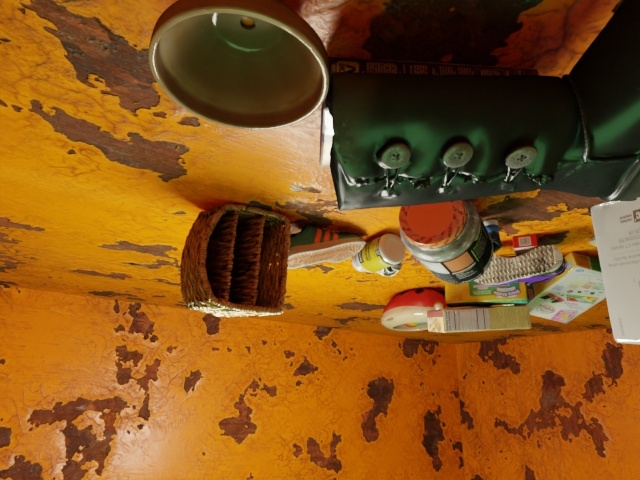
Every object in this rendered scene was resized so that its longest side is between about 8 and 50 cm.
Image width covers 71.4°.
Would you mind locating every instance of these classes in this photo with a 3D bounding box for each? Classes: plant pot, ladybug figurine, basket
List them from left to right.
[{"bbox_3d":[-0.233,0.049,1.224,0.223,0.298,0.213,-8,156,33],"label":"basket"},{"bbox_3d":[-0.104,-0.264,0.615,0.238,0.109,0.237,2,161,1],"label":"plant pot"},{"bbox_3d":[0.463,0.337,2.155,0.305,0.161,0.449,8,160,-19],"label":"ladybug figurine"}]

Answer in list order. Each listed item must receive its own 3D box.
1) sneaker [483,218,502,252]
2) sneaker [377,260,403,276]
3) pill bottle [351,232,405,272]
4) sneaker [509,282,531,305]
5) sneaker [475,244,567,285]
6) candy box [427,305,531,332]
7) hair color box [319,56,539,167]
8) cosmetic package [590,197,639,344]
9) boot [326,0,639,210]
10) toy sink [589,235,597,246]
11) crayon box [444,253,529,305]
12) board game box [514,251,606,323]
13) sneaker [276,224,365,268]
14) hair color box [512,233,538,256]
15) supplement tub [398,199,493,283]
[{"bbox_3d":[0.502,0.002,1.332,0.058,0.084,0.152,-1,160,7],"label":"sneaker"},{"bbox_3d":[0.226,0.087,1.587,0.090,0.094,0.235,4,162,-11],"label":"sneaker"},{"bbox_3d":[0.183,0.048,1.463,0.103,0.103,0.184,13,157,-28],"label":"pill bottle"},{"bbox_3d":[0.872,0.230,1.933,0.105,0.095,0.237,10,159,-42],"label":"sneaker"},{"bbox_3d":[0.640,0.100,1.438,0.294,0.102,0.146,-13,155,40],"label":"sneaker"},{"bbox_3d":[0.573,0.288,1.635,0.317,0.087,0.183,-2,169,-5],"label":"candy box"},{"bbox_3d":[0.170,-0.203,0.764,0.339,0.110,0.185,4,160,0],"label":"hair color box"},{"bbox_3d":[0.866,0.039,0.920,0.394,0.327,0.329,-2,169,-14],"label":"cosmetic package"},{"bbox_3d":[0.228,-0.199,0.571,0.446,0.146,0.366,2,131,5],"label":"boot"},{"bbox_3d":[0.917,0.040,1.281,0.153,0.131,0.234,20,158,-7],"label":"toy sink"},{"bbox_3d":[0.595,0.150,1.615,0.279,0.165,0.081,-7,158,25],"label":"crayon box"},{"bbox_3d":[0.912,0.183,1.639,0.243,0.064,0.316,15,138,-14],"label":"board game box"},{"bbox_3d":[0.000,0.000,1.379,0.302,0.121,0.108,-7,145,-32],"label":"sneaker"},{"bbox_3d":[0.667,0.025,1.439,0.072,0.043,0.141,-8,157,27],"label":"hair color box"},{"bbox_3d":[0.325,-0.013,1.150,0.194,0.193,0.316,-8,157,26],"label":"supplement tub"}]
